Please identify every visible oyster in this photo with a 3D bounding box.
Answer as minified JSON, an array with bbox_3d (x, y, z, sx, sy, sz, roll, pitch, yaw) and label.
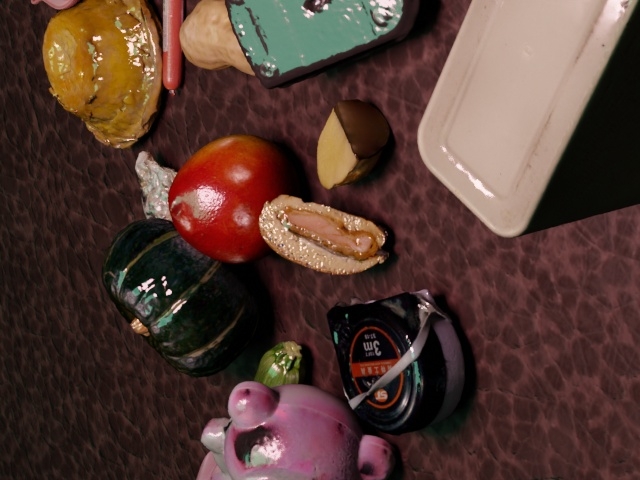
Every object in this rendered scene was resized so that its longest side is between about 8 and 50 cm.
[{"bbox_3d":[-0.231,-0.051,2.333,0.177,0.064,0.125,45,129,32],"label":"oyster"}]

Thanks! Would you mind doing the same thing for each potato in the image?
[{"bbox_3d":[0.040,-0.117,1.963,0.103,0.066,0.096,-51,46,52],"label":"potato"}]

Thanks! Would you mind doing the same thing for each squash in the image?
[{"bbox_3d":[-0.207,0.081,2.205,0.252,0.165,0.252,40,170,8],"label":"squash"},{"bbox_3d":[-0.068,0.231,2.205,0.077,0.068,0.219,-116,35,-46],"label":"squash"}]

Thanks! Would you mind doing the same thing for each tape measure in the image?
[{"bbox_3d":[0.102,0.155,1.935,0.182,0.107,0.181,-10,90,53],"label":"tape measure"}]

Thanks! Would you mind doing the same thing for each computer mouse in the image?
[{"bbox_3d":[0.013,-0.303,1.884,0.269,0.100,0.170,-17,96,31],"label":"computer mouse"}]

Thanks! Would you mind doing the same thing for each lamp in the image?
[{"bbox_3d":[-0.064,0.338,2.089,0.247,0.247,0.301,29,132,-8],"label":"lamp"}]

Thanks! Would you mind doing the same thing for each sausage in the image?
[{"bbox_3d":[-0.219,-0.337,2.248,0.034,0.034,0.253,24,118,46],"label":"sausage"}]

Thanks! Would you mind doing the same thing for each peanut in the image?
[{"bbox_3d":[-0.101,-0.280,2.062,0.263,0.101,0.117,18,134,48],"label":"peanut"}]

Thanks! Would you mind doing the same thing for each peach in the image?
[{"bbox_3d":[-0.123,-0.054,2.083,0.197,0.197,0.197,20,116,47],"label":"peach"}]

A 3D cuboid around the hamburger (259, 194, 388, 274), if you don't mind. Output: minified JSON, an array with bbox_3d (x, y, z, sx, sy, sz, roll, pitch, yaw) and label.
[{"bbox_3d":[0.005,0.002,2.006,0.102,0.176,0.087,83,-160,-83],"label":"hamburger"}]

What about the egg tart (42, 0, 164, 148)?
[{"bbox_3d":[-0.352,-0.284,2.369,0.295,0.116,0.295,22,118,49],"label":"egg tart"}]

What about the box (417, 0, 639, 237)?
[{"bbox_3d":[0.300,-0.194,1.379,0.177,0.344,0.352,47,133,29],"label":"box"}]

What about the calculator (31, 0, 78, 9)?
[{"bbox_3d":[-0.374,-0.511,2.317,0.220,0.048,0.330,40,110,37],"label":"calculator"}]
